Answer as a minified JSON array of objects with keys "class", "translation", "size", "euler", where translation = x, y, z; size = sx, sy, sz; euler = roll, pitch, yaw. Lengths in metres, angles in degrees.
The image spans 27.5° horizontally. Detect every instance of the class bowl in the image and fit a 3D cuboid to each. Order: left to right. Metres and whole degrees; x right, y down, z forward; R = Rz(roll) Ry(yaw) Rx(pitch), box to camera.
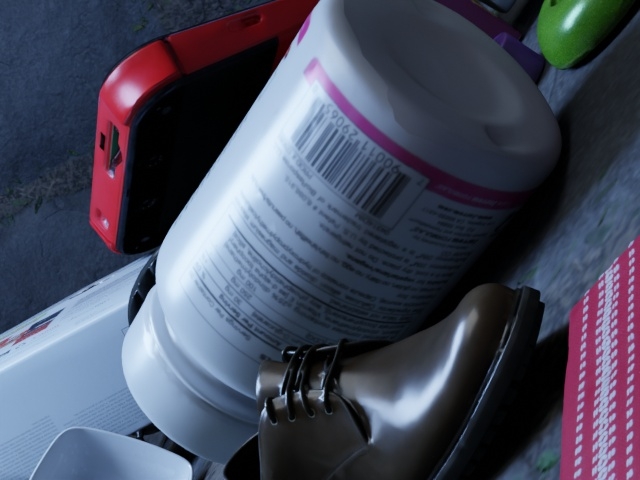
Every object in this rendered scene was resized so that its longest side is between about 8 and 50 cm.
[{"class":"bowl","translation":[-0.197,0.248,1.193],"size":[0.053,0.142,0.142],"euler":[99,-171,-47]}]

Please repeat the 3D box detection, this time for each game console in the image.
[{"class":"game console","translation":[-0.084,-0.135,1.422],"size":[0.342,0.060,0.386],"euler":[-27,-17,-23]}]

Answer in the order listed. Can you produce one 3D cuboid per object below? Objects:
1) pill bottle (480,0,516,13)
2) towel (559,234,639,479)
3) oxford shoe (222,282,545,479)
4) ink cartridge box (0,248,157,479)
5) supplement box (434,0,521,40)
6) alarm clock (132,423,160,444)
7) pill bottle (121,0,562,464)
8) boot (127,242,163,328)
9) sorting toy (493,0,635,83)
[{"class":"pill bottle","translation":[0.169,-0.303,1.035],"size":[0.229,0.131,0.131],"euler":[-57,8,9]},{"class":"towel","translation":[0.149,-0.002,0.340],"size":[0.275,0.031,0.199],"euler":[-55,10,36]},{"class":"oxford shoe","translation":[0.018,0.082,0.603],"size":[0.227,0.096,0.083],"euler":[-49,10,43]},{"class":"ink cartridge box","translation":[-0.230,0.122,1.414],"size":[0.309,0.130,0.272],"euler":[-28,10,4]},{"class":"supplement box","translation":[0.094,-0.177,1.108],"size":[0.080,0.104,0.188],"euler":[-56,8,12]},{"class":"alarm clock","translation":[-0.223,0.192,1.631],"size":[0.064,0.129,0.192],"euler":[139,134,-57]},{"class":"pill bottle","translation":[0.000,0.000,0.788],"size":[0.283,0.160,0.160],"euler":[-53,9,32]},{"class":"boot","translation":[-0.039,-0.035,1.229],"size":[0.348,0.131,0.260],"euler":[-43,14,1]},{"class":"sorting toy","translation":[0.147,-0.200,0.788],"size":[0.365,0.126,0.127],"euler":[-47,14,53]}]
